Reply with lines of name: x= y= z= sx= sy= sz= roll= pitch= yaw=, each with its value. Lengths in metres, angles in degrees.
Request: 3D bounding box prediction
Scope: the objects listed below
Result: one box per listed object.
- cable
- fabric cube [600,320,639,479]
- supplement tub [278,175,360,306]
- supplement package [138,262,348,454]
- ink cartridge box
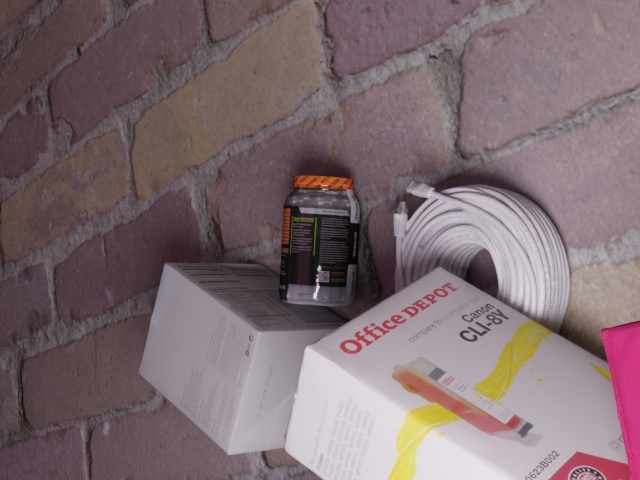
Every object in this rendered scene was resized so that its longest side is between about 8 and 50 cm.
cable: x=0.204 y=0.056 z=1.448 sx=0.257 sy=0.089 sz=0.257 roll=10 pitch=96 yaw=48
fabric cube: x=0.459 y=0.175 z=1.031 sx=0.258 sy=0.254 sz=0.259 roll=-21 pitch=73 yaw=48
supplement tub: x=0.000 y=0.000 z=1.659 sx=0.117 sy=0.117 sz=0.190 roll=5 pitch=92 yaw=49
supplement package: x=-0.116 y=0.172 z=1.720 sx=0.263 sy=0.198 sz=0.199 roll=31 pitch=112 yaw=45
ink cartridge box: x=0.192 y=0.217 z=1.225 sx=0.385 sy=0.279 sz=0.160 roll=30 pitch=125 yaw=28
